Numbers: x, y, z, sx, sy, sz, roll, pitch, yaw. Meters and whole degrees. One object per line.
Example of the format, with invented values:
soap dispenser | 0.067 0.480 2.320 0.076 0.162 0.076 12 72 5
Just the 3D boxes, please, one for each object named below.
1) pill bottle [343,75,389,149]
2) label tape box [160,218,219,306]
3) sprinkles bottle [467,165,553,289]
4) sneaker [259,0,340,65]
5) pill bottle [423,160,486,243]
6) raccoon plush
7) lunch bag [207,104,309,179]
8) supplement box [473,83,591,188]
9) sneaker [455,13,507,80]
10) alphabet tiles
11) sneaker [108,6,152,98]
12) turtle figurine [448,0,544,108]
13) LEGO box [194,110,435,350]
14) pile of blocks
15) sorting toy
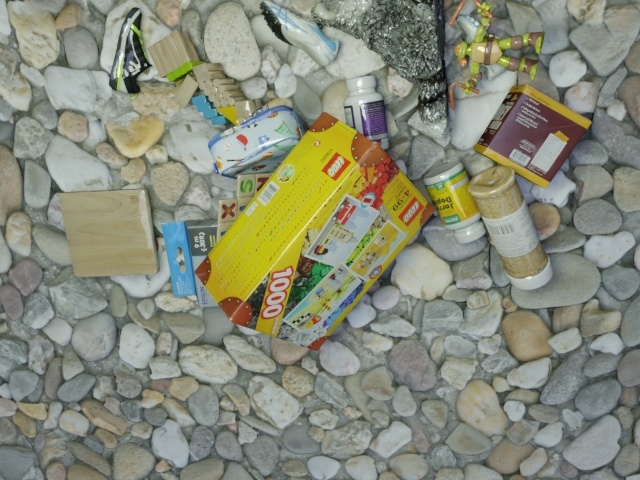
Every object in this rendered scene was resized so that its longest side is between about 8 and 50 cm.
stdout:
pill bottle | 0.120 -0.335 1.331 0.108 0.108 0.193 -7 105 7
label tape box | -0.302 0.065 1.476 0.348 0.115 0.248 -4 105 4
sprinkles bottle | 0.511 -0.027 1.325 0.121 0.121 0.355 -28 119 12
sneaker | -0.054 -0.554 1.308 0.237 0.085 0.086 36 79 -2
pill bottle | 0.374 -0.102 1.369 0.118 0.117 0.208 -25 102 11
raccoon plush | 0.151 -0.460 1.241 0.300 0.216 0.445 -1 107 21
lunch bag | -0.145 -0.234 1.278 0.243 0.303 0.114 -23 84 12
supplement box | 0.544 -0.272 1.301 0.192 0.129 0.194 29 106 -3
sneaker | 0.404 -0.494 1.285 0.083 0.071 0.190 -41 98 20
alphabet tiles | -0.144 -0.041 1.340 0.011 0.343 0.284 17 109 35
sneaker | -0.508 -0.510 1.366 0.097 0.084 0.234 14 109 -24
turtle figurine | 0.420 -0.449 1.223 0.218 0.087 0.269 14 125 20
LEGO box | 0.000 0.000 1.247 0.500 0.373 0.193 -51 51 5
pile of blocks | -0.297 -0.411 1.353 0.362 0.112 0.149 45 117 0
sorting toy | -0.614 -0.028 1.488 0.258 0.089 0.255 -2 105 5
